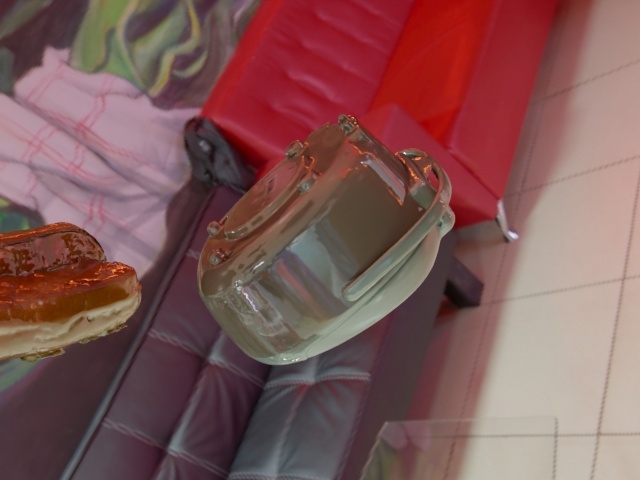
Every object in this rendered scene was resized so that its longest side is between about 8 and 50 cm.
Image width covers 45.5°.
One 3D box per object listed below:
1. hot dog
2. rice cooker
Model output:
[{"bbox_3d":[-0.231,0.043,0.540,0.072,0.109,0.269,-60,-19,21],"label":"hot dog"},{"bbox_3d":[0.000,0.000,0.578,0.206,0.127,0.145,-44,23,11],"label":"rice cooker"}]
